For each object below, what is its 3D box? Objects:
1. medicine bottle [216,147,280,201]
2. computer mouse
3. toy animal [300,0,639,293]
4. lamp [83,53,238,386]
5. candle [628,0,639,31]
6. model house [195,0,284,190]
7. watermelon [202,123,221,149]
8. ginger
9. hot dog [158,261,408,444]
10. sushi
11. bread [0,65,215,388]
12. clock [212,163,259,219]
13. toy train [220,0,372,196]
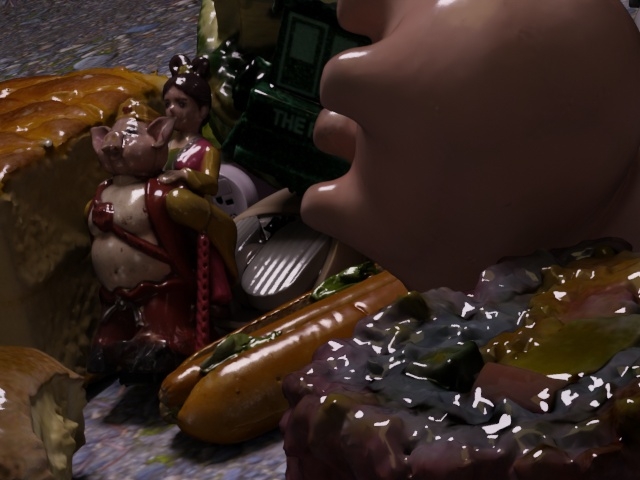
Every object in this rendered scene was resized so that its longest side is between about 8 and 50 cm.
[{"bbox_3d":[-0.062,-0.056,1.474,0.219,0.078,0.115,-17,13,-6],"label":"medicine bottle"},{"bbox_3d":[0.000,0.000,1.263,0.145,0.082,0.236,4,25,43],"label":"computer mouse"},{"bbox_3d":[0.125,-0.042,0.944,0.269,0.326,0.237,12,64,5],"label":"toy animal"},{"bbox_3d":[-0.119,-0.019,1.151,0.118,0.253,0.118,1,-3,0],"label":"lamp"},{"bbox_3d":[0.361,-0.186,1.362,0.330,0.187,0.187,-18,19,-6],"label":"candle"},{"bbox_3d":[0.042,-0.199,1.329,0.321,0.266,0.261,6,65,2],"label":"model house"},{"bbox_3d":[-0.058,-0.154,1.681,0.303,0.128,0.159,-1,23,37],"label":"watermelon"},{"bbox_3d":[-0.266,0.148,0.976,0.276,0.130,0.221,-31,33,-26],"label":"ginger"},{"bbox_3d":[0.002,0.066,1.087,0.250,0.068,0.100,-23,21,-22],"label":"hot dog"},{"bbox_3d":[0.116,0.103,0.736,0.270,0.170,0.237,-27,21,-37],"label":"sushi"},{"bbox_3d":[-0.260,-0.007,1.289,0.279,0.207,0.279,-3,21,35],"label":"bread"},{"bbox_3d":[-0.114,-0.019,1.398,0.129,0.087,0.041,-8,16,24],"label":"clock"},{"bbox_3d":[0.090,-0.094,1.169,0.330,0.178,0.138,21,33,13],"label":"toy train"}]
